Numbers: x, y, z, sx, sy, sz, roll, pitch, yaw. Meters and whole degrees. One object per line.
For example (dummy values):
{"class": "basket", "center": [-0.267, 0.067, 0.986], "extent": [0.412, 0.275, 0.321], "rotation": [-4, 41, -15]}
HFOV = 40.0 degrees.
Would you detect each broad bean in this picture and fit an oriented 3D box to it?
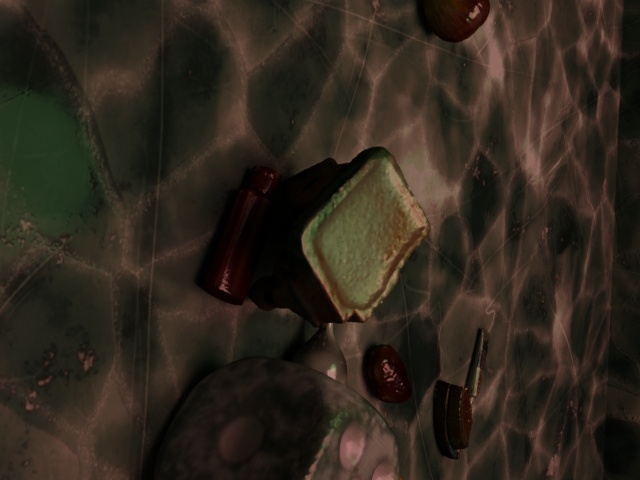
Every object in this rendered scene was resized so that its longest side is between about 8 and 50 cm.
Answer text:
{"class": "broad bean", "center": [0.164, 0.323, 2.120], "extent": [0.114, 0.085, 0.165], "rotation": [-55, 131, -58]}

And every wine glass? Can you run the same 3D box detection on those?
{"class": "wine glass", "center": [0.002, 0.238, 1.842], "extent": [0.126, 0.127, 0.241], "rotation": [28, 70, -53]}

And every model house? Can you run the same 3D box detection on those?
{"class": "model house", "center": [0.000, 0.000, 1.686], "extent": [0.312, 0.280, 0.245], "rotation": [-48, 119, -31]}

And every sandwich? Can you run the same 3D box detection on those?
{"class": "sandwich", "center": [0.382, 0.500, 2.447], "extent": [0.159, 0.079, 0.234], "rotation": [-3, 97, -54]}

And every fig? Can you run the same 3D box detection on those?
{"class": "fig", "center": [0.305, -0.598, 2.152], "extent": [0.230, 0.160, 0.143], "rotation": [51, 53, -7]}

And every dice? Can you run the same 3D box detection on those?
{"class": "dice", "center": [-0.070, 0.431, 1.590], "extent": [0.348, 0.328, 0.330], "rotation": [54, 53, -43]}

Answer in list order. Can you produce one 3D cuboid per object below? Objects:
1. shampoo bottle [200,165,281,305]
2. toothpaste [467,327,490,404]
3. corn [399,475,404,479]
{"class": "shampoo bottle", "center": [-0.142, -0.015, 1.651], "extent": [0.102, 0.064, 0.260], "rotation": [40, 63, -49]}
{"class": "toothpaste", "center": [0.462, 0.371, 2.579], "extent": [0.060, 0.038, 0.233], "rotation": [41, 59, -51]}
{"class": "corn", "center": [0.172, 0.607, 2.181], "extent": [0.206, 0.067, 0.067], "rotation": [50, 55, -42]}
